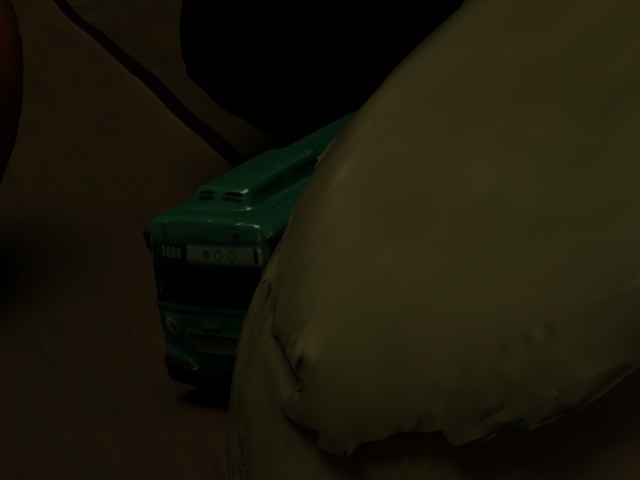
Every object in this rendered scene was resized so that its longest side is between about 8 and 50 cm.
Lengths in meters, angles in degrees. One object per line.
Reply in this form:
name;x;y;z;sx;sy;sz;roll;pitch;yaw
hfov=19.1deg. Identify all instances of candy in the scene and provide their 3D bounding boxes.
candy;0.101;0.021;0.547;0.295;0.185;0.295;-33;23;16

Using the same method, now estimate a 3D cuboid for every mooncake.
mooncake;0.048;-0.219;1.035;0.212;0.350;0.381;22;15;-8

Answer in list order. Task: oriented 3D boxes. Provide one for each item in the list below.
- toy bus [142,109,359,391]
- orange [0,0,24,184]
toy bus;0.000;0.000;0.844;0.079;0.092;0.160;3;25;42
orange;-0.290;-0.077;0.999;0.274;0.274;0.274;-12;19;4
